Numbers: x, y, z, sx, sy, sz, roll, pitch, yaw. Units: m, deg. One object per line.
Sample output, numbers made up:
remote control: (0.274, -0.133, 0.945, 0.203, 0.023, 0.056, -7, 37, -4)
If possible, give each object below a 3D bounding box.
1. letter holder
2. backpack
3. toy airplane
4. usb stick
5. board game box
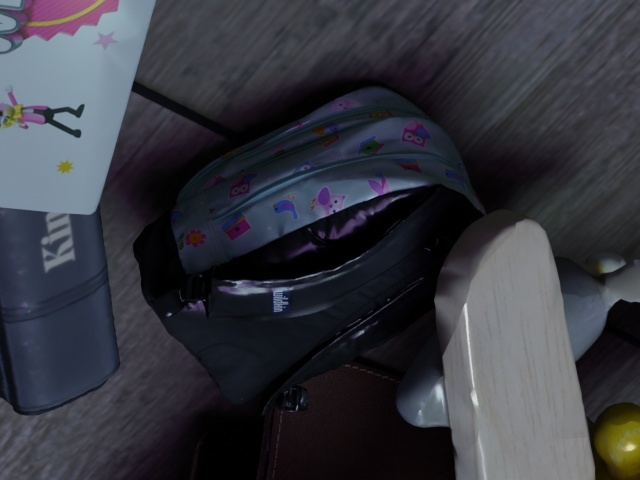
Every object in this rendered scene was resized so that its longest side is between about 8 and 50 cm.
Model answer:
letter holder: (0.029, 0.215, 1.242, 0.302, 0.214, 0.152, 26, 151, -34)
backpack: (0.000, 0.000, 1.045, 0.182, 0.115, 0.152, -28, 146, 7)
toy airplane: (0.144, 0.197, 1.092, 0.384, 0.272, 0.386, 22, 108, -28)
usb stick: (-0.154, -0.024, 1.004, 0.077, 0.045, 0.278, -19, 129, -22)
board game box: (-0.126, -0.190, 0.707, 0.098, 0.303, 0.224, 5, 129, -20)
